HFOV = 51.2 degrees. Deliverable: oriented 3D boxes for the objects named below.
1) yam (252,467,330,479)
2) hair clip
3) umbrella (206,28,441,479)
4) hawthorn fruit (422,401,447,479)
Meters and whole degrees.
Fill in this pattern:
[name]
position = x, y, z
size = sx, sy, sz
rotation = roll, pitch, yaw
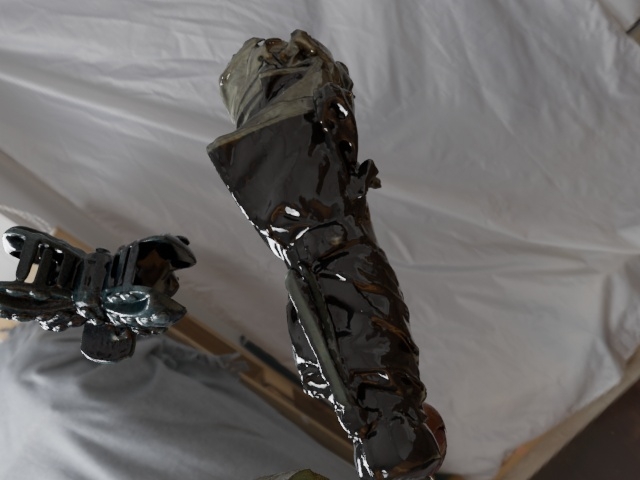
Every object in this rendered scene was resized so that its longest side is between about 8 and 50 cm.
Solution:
[yam]
position = -0.074, 0.564, 1.392
size = 0.268, 0.161, 0.161
rotation = -36, 25, 49
[hair clip]
position = -0.350, 0.078, 1.057
size = 0.206, 0.311, 0.194
rotation = 82, -168, -64
[umbrella]
position = 0.004, -0.003, 0.487
size = 0.113, 0.106, 0.357
rotation = -24, 64, 17
[hawthorn fruit]
position = 0.171, 0.380, 1.246
size = 0.148, 0.171, 0.148
rotation = -23, -7, -3
